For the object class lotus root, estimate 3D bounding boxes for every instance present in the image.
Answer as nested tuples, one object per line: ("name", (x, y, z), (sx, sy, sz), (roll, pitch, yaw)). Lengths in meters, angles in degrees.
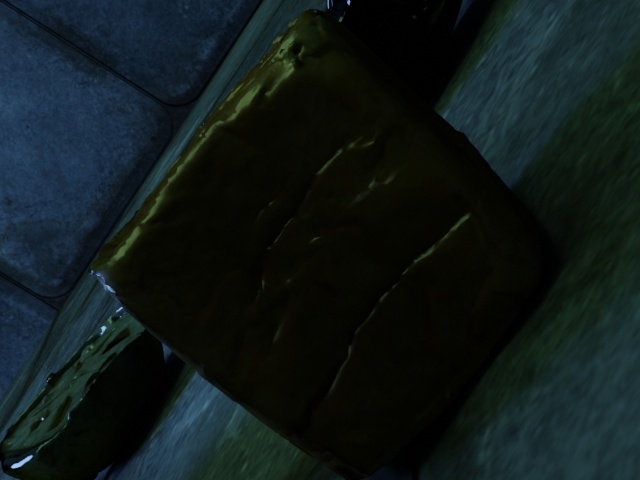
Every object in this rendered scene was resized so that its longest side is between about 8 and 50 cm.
("lotus root", (-0.190, 0.143, 1.343), (0.183, 0.078, 0.203), (-45, 14, 1))

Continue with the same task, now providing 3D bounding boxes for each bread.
("bread", (0.000, 0.000, 0.657), (0.149, 0.143, 0.158), (-49, 11, 10))

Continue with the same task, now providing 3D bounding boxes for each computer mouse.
("computer mouse", (0.042, -0.130, 1.028), (0.242, 0.077, 0.146), (-65, -9, -5))
